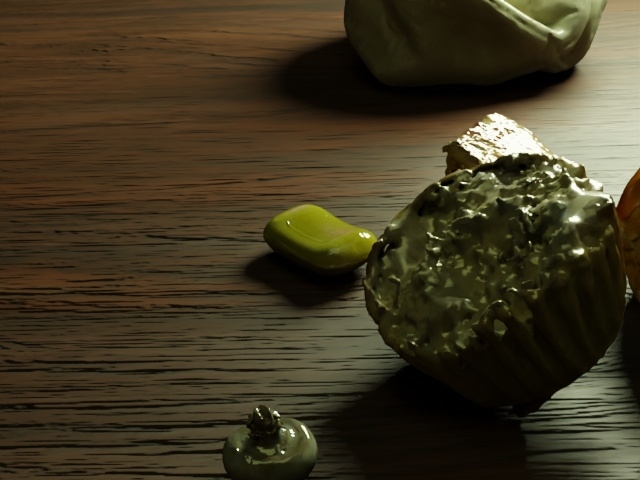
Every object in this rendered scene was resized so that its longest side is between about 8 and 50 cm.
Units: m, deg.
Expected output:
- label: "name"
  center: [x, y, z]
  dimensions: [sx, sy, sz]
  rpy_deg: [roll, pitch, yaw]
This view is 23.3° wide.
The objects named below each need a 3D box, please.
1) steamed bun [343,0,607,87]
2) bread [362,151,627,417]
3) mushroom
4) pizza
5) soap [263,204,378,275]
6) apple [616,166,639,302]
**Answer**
- label: "steamed bun"
  center: [0.209, -0.378, 2.175]
  dimensions: [0.367, 0.255, 0.342]
  rpy_deg: [-10, 32, -7]
- label: "bread"
  center: [0.174, 0.035, 1.496]
  dimensions: [0.274, 0.149, 0.274]
  rpy_deg: [-25, 31, 16]
- label: "mushroom"
  center: [-0.046, 0.178, 1.368]
  dimensions: [0.085, 0.079, 0.085]
  rpy_deg: [-4, 26, 2]
- label: "pizza"
  center: [0.214, -0.041, 1.730]
  dimensions: [0.161, 0.086, 0.305]
  rpy_deg: [6, 35, -9]
- label: "soap"
  center: [0.000, 0.001, 1.721]
  dimensions: [0.089, 0.045, 0.140]
  rpy_deg: [-21, 32, -34]
- label: "apple"
  center: [0.382, -0.017, 1.591]
  dimensions: [0.156, 0.158, 0.147]
  rpy_deg: [13, 31, 36]
